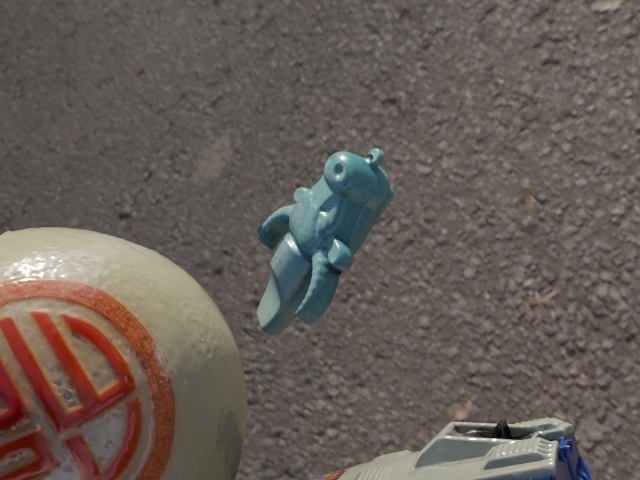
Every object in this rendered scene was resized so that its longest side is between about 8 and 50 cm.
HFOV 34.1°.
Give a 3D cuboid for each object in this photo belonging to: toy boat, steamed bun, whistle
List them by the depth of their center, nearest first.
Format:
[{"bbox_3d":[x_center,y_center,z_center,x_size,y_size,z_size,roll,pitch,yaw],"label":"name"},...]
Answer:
[{"bbox_3d":[-0.192,0.124,0.745,0.283,0.177,0.283,1,80,-6],"label":"steamed bun"},{"bbox_3d":[0.083,0.217,0.933,0.295,0.129,0.088,-14,91,22],"label":"toy boat"},{"bbox_3d":[0.000,0.000,1.289,0.274,0.093,0.186,-57,33,19],"label":"whistle"}]
